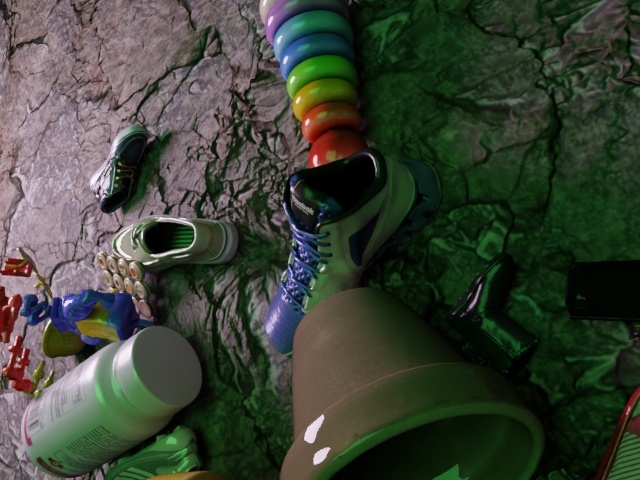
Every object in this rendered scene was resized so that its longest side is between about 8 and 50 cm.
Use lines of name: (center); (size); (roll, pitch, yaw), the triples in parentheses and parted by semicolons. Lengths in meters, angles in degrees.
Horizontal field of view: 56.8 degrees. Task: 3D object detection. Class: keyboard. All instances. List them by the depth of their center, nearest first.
keyboard: (0.345, 0.067, 0.589); (0.192, 0.038, 0.100); (-3, 52, 38)

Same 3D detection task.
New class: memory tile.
memory tile: (-0.357, 0.080, 1.080); (0.148, 0.012, 0.113); (11, 120, 39)

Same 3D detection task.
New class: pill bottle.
pill bottle: (-0.335, 0.260, 0.957); (0.283, 0.160, 0.160); (-34, 59, 25)

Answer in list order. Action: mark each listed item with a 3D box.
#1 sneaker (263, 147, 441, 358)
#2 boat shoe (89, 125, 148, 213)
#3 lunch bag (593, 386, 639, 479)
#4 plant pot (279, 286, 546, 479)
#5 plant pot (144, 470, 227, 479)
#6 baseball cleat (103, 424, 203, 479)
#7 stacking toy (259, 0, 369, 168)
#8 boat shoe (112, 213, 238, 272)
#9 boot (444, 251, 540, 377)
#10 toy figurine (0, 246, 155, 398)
sneaker: (0.001, -0.001, 0.765); (0.315, 0.182, 0.127); (-53, 51, 12)
boat shoe: (-0.391, -0.138, 1.181); (0.183, 0.065, 0.083); (-47, 57, 24)
lunch bag: (0.364, 0.265, 0.463); (0.293, 0.120, 0.258); (24, 96, 40)
plant pot: (0.067, 0.175, 0.645); (0.263, 0.263, 0.229); (-45, 38, 18)
plant pot: (-0.097, 0.402, 0.700); (0.239, 0.254, 0.254); (-13, 69, 17)
baseball cleat: (-0.266, 0.375, 0.930); (0.206, 0.072, 0.109); (-39, 63, 26)
stacking toy: (0.003, -0.224, 0.875); (0.141, 0.141, 0.330); (-21, 72, 31)
boat shoe: (-0.277, -0.005, 1.031); (0.302, 0.094, 0.109); (-6, 74, 36)
boot: (0.206, 0.088, 0.672); (0.121, 0.045, 0.099); (-56, 50, 19)
toy figurine: (-0.398, 0.169, 1.027); (0.217, 0.362, 0.191); (5, 59, -6)
